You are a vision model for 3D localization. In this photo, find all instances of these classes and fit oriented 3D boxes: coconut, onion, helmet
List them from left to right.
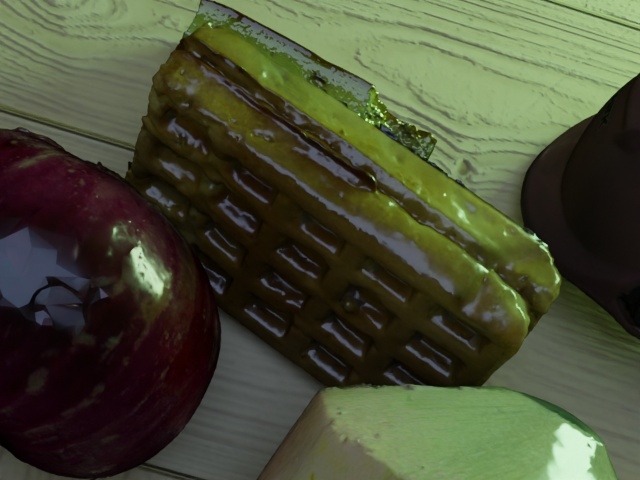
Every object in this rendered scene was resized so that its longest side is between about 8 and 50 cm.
[{"bbox_3d":[-0.195,0.051,1.020,0.256,0.230,0.272,13,76,-7],"label":"onion"},{"bbox_3d":[0.078,0.241,0.983,0.297,0.297,0.309,40,92,3],"label":"coconut"},{"bbox_3d":[0.342,-0.051,1.130,0.338,0.197,0.271,24,53,10],"label":"helmet"}]

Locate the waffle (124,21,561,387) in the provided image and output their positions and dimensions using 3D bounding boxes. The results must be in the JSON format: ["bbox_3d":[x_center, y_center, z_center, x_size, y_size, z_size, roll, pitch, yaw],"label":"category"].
[{"bbox_3d":[0.000,0.000,1.085,0.327,0.224,0.098,35,55,1],"label":"waffle"}]

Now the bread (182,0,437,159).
[{"bbox_3d":[-0.010,-0.117,1.184,0.226,0.088,0.049,27,70,0],"label":"bread"}]
